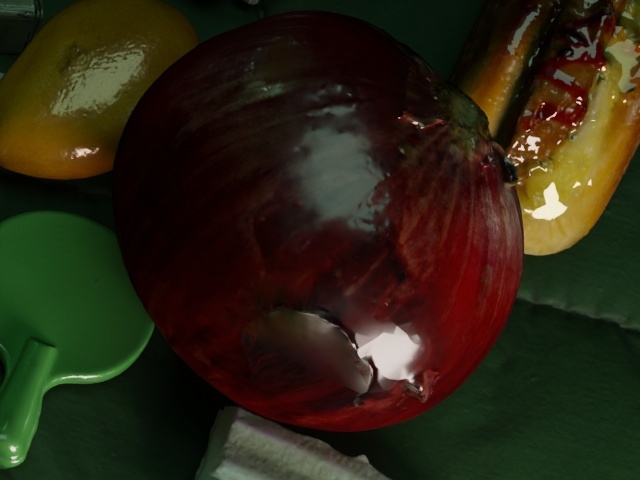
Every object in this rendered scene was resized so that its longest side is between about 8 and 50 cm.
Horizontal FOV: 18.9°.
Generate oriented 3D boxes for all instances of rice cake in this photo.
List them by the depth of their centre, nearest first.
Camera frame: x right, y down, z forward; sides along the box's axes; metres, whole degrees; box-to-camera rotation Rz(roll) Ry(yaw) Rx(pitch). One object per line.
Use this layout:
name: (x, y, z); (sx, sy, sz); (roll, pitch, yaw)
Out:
rice cake: (0.008, 0.227, 1.539); (0.237, 0.043, 0.127); (27, 50, -6)

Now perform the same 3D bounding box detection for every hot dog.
hot dog: (0.245, -0.189, 1.815); (0.185, 0.223, 0.405); (30, 51, -7)

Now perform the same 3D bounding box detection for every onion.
onion: (0.008, -0.002, 1.511); (0.341, 0.341, 0.341); (12, 54, -17)

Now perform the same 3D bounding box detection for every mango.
mango: (-0.196, -0.127, 1.650); (0.219, 0.112, 0.145); (-39, 79, -26)

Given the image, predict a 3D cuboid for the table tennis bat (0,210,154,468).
table tennis bat: (-0.221, 0.077, 1.545); (0.160, 0.039, 0.257); (24, 46, -8)

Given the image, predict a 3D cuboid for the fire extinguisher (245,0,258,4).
fire extinguisher: (-0.138, -0.310, 1.797); (0.269, 0.105, 0.105); (35, 51, 1)

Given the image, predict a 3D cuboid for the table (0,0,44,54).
table: (-0.294, -0.211, 1.686); (0.083, 0.062, 0.079); (1, 57, -24)

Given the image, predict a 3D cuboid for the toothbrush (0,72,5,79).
toothbrush: (-0.374, -0.106, 1.607); (0.257, 0.024, 0.018); (-18, 67, -34)
